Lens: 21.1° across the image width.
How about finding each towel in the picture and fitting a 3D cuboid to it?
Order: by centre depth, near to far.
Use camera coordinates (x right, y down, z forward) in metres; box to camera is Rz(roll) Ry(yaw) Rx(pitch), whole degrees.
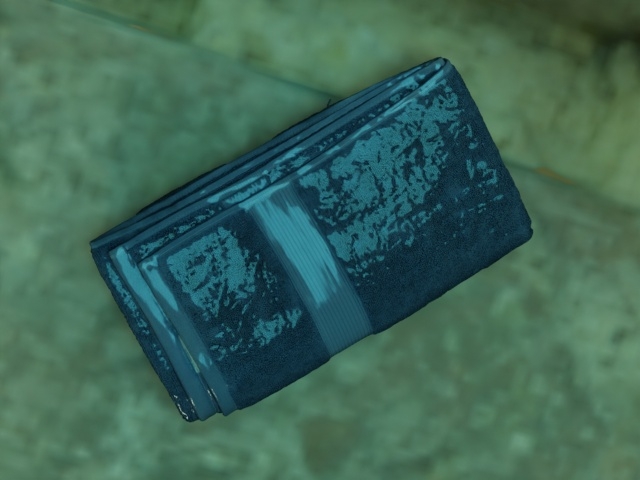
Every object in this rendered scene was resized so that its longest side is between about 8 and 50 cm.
[{"bbox_3d":[0.000,0.000,0.495,0.119,0.029,0.067,-30,105,-7],"label":"towel"}]
